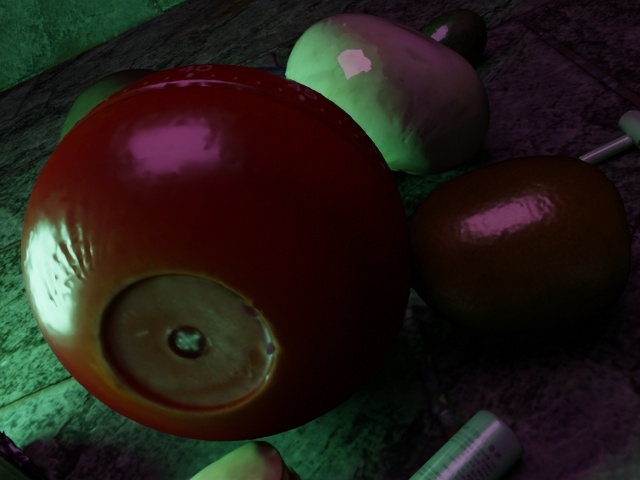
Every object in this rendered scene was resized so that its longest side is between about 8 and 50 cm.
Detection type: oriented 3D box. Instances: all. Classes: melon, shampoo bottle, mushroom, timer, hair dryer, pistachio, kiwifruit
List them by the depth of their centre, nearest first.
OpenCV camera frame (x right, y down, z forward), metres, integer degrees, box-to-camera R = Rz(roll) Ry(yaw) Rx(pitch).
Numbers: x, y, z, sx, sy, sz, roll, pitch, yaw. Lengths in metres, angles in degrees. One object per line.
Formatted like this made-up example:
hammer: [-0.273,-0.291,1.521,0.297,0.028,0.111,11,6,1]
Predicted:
shampoo bottle: [0.097,0.236,0.561,0.195,0.056,0.056,-38,36,-14]
pistachio: [-0.098,0.282,0.576,0.200,0.117,0.145,-32,20,-18]
timer: [-0.097,0.021,0.628,0.377,0.378,0.279,-16,29,16]
kiwifruit: [0.201,0.009,0.666,0.233,0.196,0.196,-16,37,22]
hair dryer: [0.394,-0.127,0.849,0.124,0.038,0.063,-28,33,13]
mushroom: [0.067,-0.206,0.928,0.355,0.315,0.315,-14,35,-3]
melon: [0.246,-0.369,1.172,0.167,0.114,0.114,-38,37,-13]

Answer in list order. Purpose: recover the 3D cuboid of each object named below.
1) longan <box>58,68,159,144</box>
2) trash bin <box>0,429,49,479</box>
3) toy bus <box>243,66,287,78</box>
longan: [-0.316,-0.159,1.137,0.318,0.319,0.319,-18,36,14]
trash bin: [-0.482,0.315,0.702,0.262,0.217,0.277,-48,1,-25]
toy bus: [-0.120,-0.245,1.214,0.275,0.167,0.138,17,54,44]
